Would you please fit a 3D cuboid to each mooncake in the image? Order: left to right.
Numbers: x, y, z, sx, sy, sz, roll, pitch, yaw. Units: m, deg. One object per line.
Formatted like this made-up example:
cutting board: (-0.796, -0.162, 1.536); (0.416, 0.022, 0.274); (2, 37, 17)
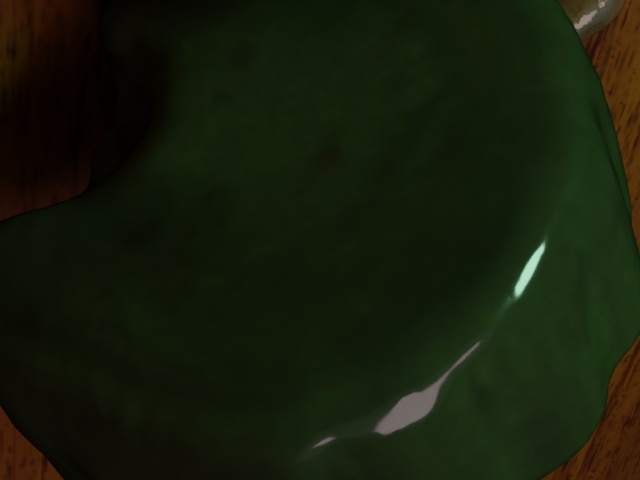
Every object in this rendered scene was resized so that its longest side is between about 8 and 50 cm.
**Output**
mooncake: (0.000, 0.000, 0.826); (0.351, 0.351, 0.187); (-30, 138, -1)

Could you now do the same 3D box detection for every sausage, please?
sausage: (0.127, -0.111, 1.046); (0.177, 0.040, 0.047); (-45, 147, 18)
